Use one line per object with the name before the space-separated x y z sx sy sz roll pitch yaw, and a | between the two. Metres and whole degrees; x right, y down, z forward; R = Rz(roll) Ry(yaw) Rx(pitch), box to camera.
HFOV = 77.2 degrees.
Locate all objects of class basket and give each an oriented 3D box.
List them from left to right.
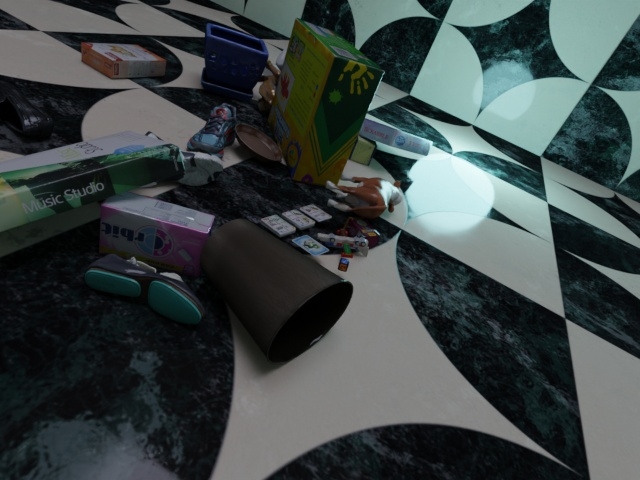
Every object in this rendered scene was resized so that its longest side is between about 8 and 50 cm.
basket | -0.090 0.072 0.699 0.227 0.154 0.204 37 34 27

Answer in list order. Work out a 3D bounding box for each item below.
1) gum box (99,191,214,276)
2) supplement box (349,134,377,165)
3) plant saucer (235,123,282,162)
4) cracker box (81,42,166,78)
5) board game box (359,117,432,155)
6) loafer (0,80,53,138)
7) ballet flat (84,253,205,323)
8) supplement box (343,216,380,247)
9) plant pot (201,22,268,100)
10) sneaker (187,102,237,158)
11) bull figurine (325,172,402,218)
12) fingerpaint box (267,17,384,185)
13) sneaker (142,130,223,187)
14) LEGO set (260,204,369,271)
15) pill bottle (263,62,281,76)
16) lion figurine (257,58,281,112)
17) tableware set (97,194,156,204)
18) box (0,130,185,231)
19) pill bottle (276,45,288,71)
gum box | -0.290 -0.010 0.727 0.188 0.107 0.062 16 33 -11
supplement box | 0.155 -0.337 1.492 0.083 0.083 0.056 17 32 -10
plant saucer | -0.194 -0.294 1.236 0.168 0.029 0.168 31 29 -20
cracker box | -0.698 -0.644 1.433 0.156 0.067 0.232 31 34 14
board game box | 0.238 -0.432 1.597 0.319 0.065 0.318 31 21 32
loafer | -0.721 -0.309 0.924 0.223 0.076 0.078 34 26 11
ballet flat | -0.274 0.072 0.657 0.203 0.074 0.074 20 33 -1
supplement box | 0.106 -0.021 1.044 0.055 0.043 0.083 -3 41 -37
plant pot | -0.351 -0.694 1.583 0.236 0.212 0.236 10 35 -21
sneaker | -0.308 -0.330 1.161 0.104 0.125 0.262 17 33 -7
bull figurine | 0.131 -0.130 1.135 0.188 0.101 0.310 11 14 13
fingerpaint box | -0.012 -0.446 1.283 0.163 0.371 0.444 6 35 -25
sneaker | -0.368 -0.208 0.977 0.235 0.094 0.153 -16 57 -31
LEGO set | 0.000 0.000 0.965 0.244 0.060 0.182 33 36 32
pill bottle | -0.164 -0.787 1.917 0.208 0.117 0.117 -10 45 -40
lion figurine | -0.121 -0.611 1.675 0.392 0.142 0.240 -11 58 -49
tableware set | -0.398 -0.085 0.847 0.154 0.024 0.104 29 33 11
box | -0.441 -0.118 0.707 0.322 0.058 0.232 -31 38 -35
pill bottle | -0.036 -0.612 1.541 0.272 0.152 0.152 47 13 -42
